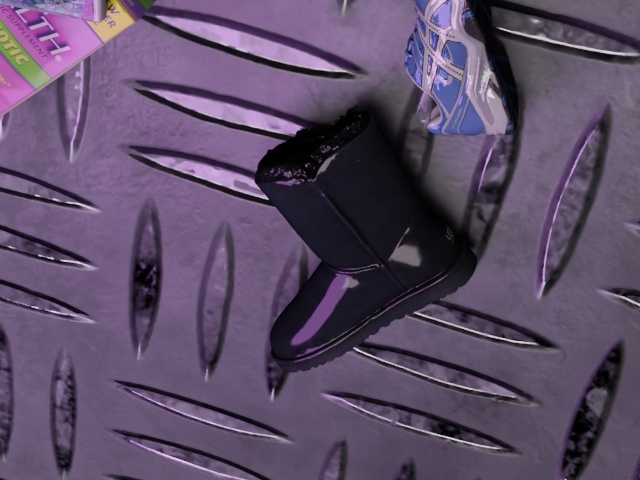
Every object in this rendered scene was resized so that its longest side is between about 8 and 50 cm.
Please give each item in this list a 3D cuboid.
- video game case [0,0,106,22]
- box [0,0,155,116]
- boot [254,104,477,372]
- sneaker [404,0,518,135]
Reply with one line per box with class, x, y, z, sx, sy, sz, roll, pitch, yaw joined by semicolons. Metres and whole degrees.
video game case;-0.243;-0.262;1.032;0.143;0.019;0.157;12;125;9
box;-0.291;-0.247;1.146;0.243;0.117;0.213;-26;112;32
boot;0.000;0.000;1.233;0.246;0.094;0.207;-30;114;26
sneaker;0.105;-0.175;1.083;0.081;0.080;0.211;-10;119;21
